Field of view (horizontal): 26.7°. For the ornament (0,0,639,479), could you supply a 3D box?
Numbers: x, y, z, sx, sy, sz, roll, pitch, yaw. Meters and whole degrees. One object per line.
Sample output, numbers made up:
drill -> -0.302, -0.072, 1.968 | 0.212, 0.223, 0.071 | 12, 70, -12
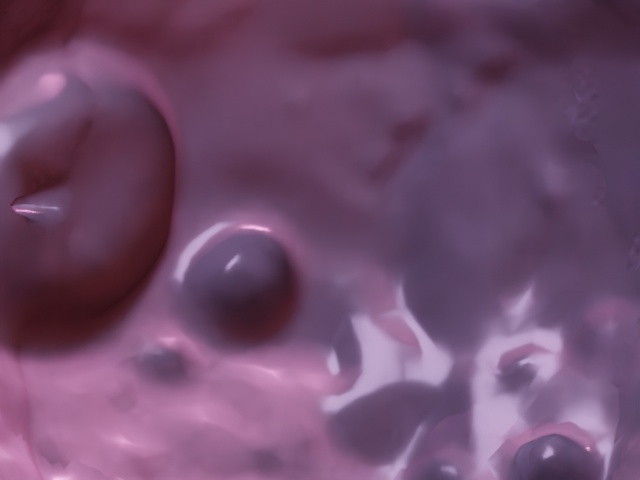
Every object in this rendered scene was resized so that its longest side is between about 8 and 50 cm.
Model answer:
ornament -> 0.000, 0.000, 0.505 | 0.337, 0.337, 0.337 | -17, 139, -15
